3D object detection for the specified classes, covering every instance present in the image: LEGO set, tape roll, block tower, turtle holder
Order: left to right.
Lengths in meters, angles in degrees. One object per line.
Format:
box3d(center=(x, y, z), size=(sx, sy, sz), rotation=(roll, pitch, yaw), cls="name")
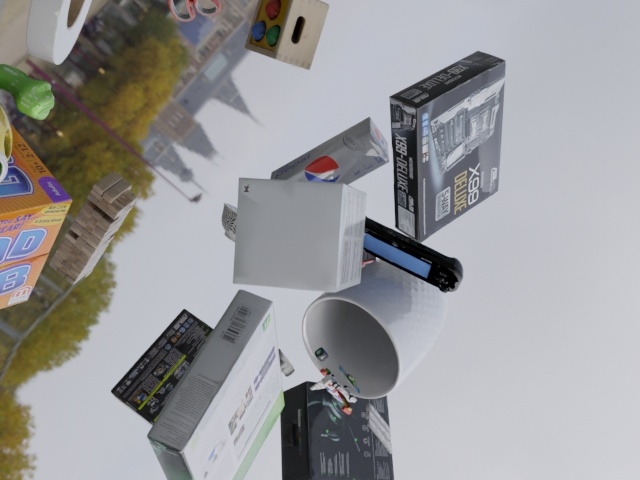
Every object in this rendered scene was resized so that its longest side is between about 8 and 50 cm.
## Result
box3d(center=(-0.675, -0.197, 1.419), size=(0.320, 0.227, 0.243), rotation=(-27, 158, -46), cls="turtle holder")
box3d(center=(-0.604, -0.617, 1.831), size=(0.392, 0.072, 0.392), rotation=(-161, -90, -77), cls="tape roll")
box3d(center=(-0.591, -0.023, 1.973), size=(0.335, 0.091, 0.097), rotation=(-50, -179, 35), cls="block tower")
box3d(center=(0.059, 0.341, 1.617), size=(0.060, 0.244, 0.182), rotation=(-38, 180, 4), cls="LEGO set")

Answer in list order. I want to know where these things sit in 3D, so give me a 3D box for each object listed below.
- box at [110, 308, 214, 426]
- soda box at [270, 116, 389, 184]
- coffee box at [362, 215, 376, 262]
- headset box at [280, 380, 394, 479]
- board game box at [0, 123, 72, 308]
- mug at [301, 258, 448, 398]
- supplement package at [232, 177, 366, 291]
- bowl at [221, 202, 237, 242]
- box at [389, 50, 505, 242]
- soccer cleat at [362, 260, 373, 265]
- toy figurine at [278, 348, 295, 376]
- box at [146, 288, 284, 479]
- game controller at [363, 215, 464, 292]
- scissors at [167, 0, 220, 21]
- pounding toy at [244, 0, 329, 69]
box3d(center=(-0.331, 0.328, 1.830), size=(0.270, 0.216, 0.060), rotation=(-51, 160, -22), cls="box")
box3d(center=(0.018, -0.172, 1.794), size=(0.286, 0.091, 0.098), rotation=(-27, -153, 19), cls="soda box")
box3d(center=(0.000, 0.000, 1.861), size=(0.247, 0.098, 0.141), rotation=(-12, -148, -22), cls="coffee box")
box3d(center=(0.033, 0.502, 1.928), size=(0.131, 0.283, 0.246), rotation=(-34, -128, 46), cls="headset box")
box3d(center=(-0.843, -0.056, 1.677), size=(0.357, 0.356, 0.356), rotation=(-20, 153, -52), cls="board game box")
box3d(center=(0.124, 0.187, 1.888), size=(0.374, 0.276, 0.328), rotation=(-10, -162, 42), cls="mug")
box3d(center=(-0.033, -0.011, 1.476), size=(0.263, 0.199, 0.198), rotation=(0, 94, -78), cls="supplement package")
box3d(center=(-0.226, -0.032, 2.194), size=(0.080, 0.170, 0.170), rotation=(-57, -159, 5), cls="bowl")
box3d(center=(0.249, -0.180, 1.486), size=(0.242, 0.307, 0.076), rotation=(-31, -136, -27), cls="box")
box3d(center=(0.112, 0.040, 2.728), size=(0.248, 0.083, 0.095), rotation=(44, -61, 54), cls="soccer cleat")
box3d(center=(-0.205, 0.407, 2.332), size=(0.210, 0.148, 0.213), rotation=(-14, -148, 41), cls="toy figurine")
box3d(center=(-0.132, 0.249, 1.067), size=(0.322, 0.059, 0.232), rotation=(88, 27, -52), cls="box")
box3d(center=(0.167, 0.020, 1.685), size=(0.067, 0.319, 0.166), rotation=(-63, 169, -7), cls="game controller")
box3d(center=(-0.272, -0.535, 1.526), size=(0.297, 0.109, 0.021), rotation=(83, 4, -71), cls="scissors")
box3d(center=(-0.083, -0.448, 1.477), size=(0.206, 0.094, 0.181), rotation=(34, -70, 50), cls="pounding toy")
